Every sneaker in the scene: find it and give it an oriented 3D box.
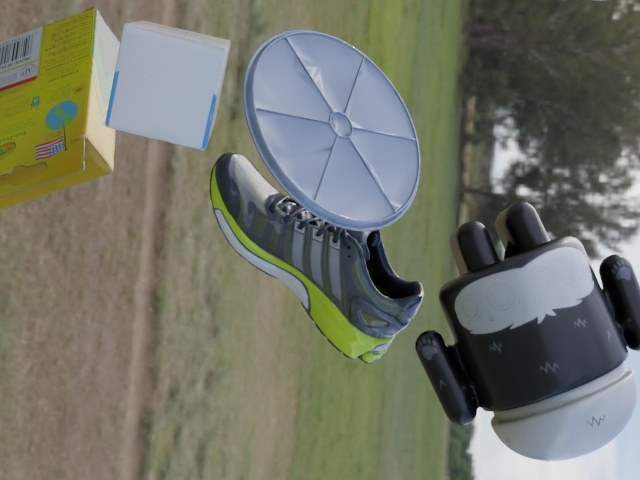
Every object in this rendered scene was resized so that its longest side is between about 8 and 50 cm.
[{"bbox_3d":[0.000,0.000,1.117,0.121,0.300,0.111,-42,-172,32],"label":"sneaker"}]

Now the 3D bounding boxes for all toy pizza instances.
[{"bbox_3d":[0.010,-0.099,0.884,0.032,0.201,0.201,-31,-139,46],"label":"toy pizza"}]

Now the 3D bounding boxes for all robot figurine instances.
[{"bbox_3d":[0.234,0.101,1.064,0.173,0.209,0.278,-16,82,-52],"label":"robot figurine"}]

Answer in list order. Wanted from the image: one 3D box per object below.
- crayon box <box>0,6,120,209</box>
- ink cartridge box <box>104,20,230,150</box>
[{"bbox_3d":[-0.390,-0.166,1.347,0.081,0.202,0.318,60,19,-49],"label":"crayon box"},{"bbox_3d":[-0.135,-0.146,0.885,0.143,0.090,0.092,-106,-151,-76],"label":"ink cartridge box"}]
